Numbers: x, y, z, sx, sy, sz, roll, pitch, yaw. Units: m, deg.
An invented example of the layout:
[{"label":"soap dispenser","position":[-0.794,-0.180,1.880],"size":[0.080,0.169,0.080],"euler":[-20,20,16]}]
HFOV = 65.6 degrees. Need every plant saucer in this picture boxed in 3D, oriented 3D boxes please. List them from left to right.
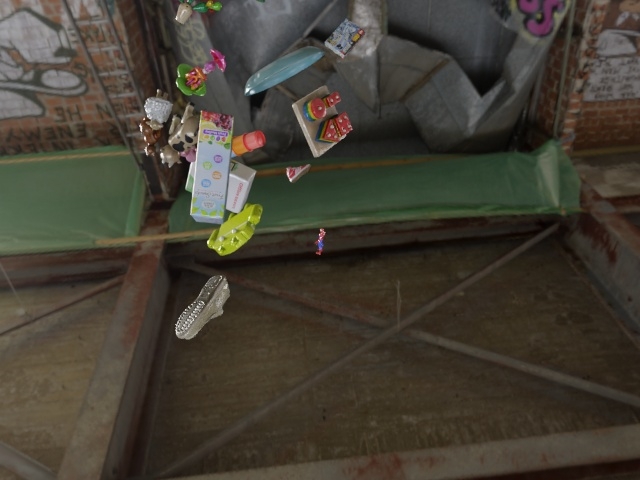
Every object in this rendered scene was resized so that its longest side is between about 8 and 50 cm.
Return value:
[{"label":"plant saucer","position":[-0.134,-0.601,1.743],"size":[0.317,0.044,0.317],"euler":[-27,-169,6]}]

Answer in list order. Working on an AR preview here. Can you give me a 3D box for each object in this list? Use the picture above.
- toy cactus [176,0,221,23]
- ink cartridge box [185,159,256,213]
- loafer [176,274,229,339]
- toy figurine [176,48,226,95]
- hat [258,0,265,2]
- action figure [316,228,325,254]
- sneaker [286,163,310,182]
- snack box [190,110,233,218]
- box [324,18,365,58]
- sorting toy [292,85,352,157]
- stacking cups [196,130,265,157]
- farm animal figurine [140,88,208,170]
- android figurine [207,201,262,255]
[{"label":"toy cactus","position":[-0.482,-0.892,1.826],"size":[0.218,0.181,0.112],"euler":[20,-151,-36]},{"label":"ink cartridge box","position":[-0.465,-0.281,2.320],"size":[0.278,0.202,0.117],"euler":[25,-142,-2]},{"label":"loafer","position":[-0.386,0.237,1.694],"size":[0.101,0.092,0.269],"euler":[-5,-140,40]},{"label":"toy figurine","position":[-0.407,-0.598,1.738],"size":[0.159,0.130,0.173],"euler":[-28,-156,27]},{"label":"hat","position":[-0.177,-0.779,1.351],"size":[0.208,0.184,0.173],"euler":[35,-168,19]},{"label":"action figure","position":[0.000,0.000,1.907],"size":[0.030,0.115,0.038],"euler":[21,-140,11]},{"label":"sneaker","position":[-0.104,-0.325,2.268],"size":[0.118,0.042,0.067],"euler":[-38,-111,11]},{"label":"snack box","position":[-0.226,-0.144,1.044],"size":[0.070,0.207,0.174],"euler":[7,177,-10]},{"label":"box","position":[0.093,-0.763,1.876],"size":[0.094,0.027,0.137],"euler":[37,-104,6]},{"label":"sorting toy","position":[0.024,-0.554,2.268],"size":[0.089,0.257,0.255],"euler":[-5,-151,42]},{"label":"stacking cups","position":[-0.370,-0.385,2.036],"size":[0.316,0.096,0.096],"euler":[-14,-152,29]},{"label":"farm animal figurine","position":[-0.477,-0.337,1.755],"size":[0.330,0.326,0.172],"euler":[18,-119,-21]},{"label":"android figurine","position":[-0.323,-0.042,1.883],"size":[0.248,0.056,0.273],"euler":[-28,-153,23]}]
